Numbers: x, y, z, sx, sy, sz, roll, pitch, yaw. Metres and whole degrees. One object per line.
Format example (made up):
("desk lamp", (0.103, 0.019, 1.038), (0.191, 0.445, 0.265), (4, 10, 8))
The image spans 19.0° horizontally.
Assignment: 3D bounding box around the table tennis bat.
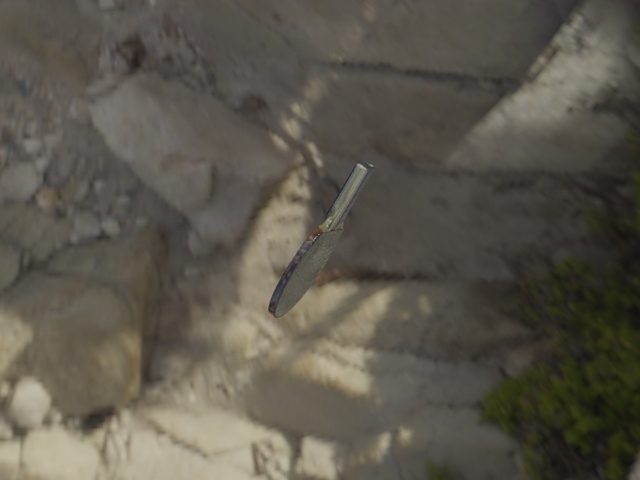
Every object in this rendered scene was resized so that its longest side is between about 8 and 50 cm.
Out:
("table tennis bat", (0.000, 0.000, 0.873), (0.007, 0.050, 0.083), (34, 106, 13))
